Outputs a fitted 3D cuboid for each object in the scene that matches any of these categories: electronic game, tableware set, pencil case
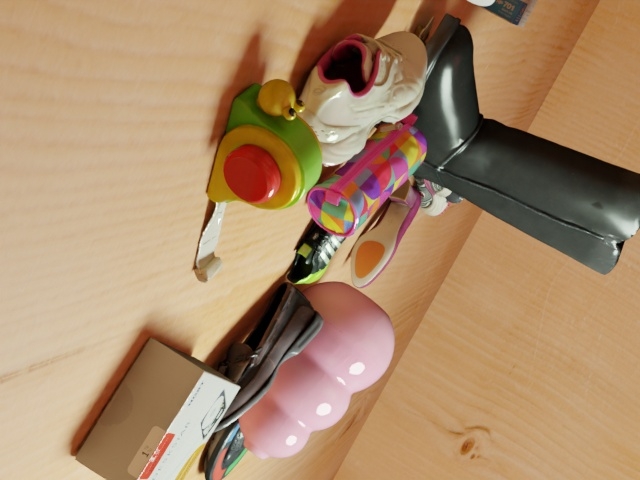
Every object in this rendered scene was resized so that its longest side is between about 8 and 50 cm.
[{"bbox_3d":[-0.143,0.350,2.148,0.229,0.048,0.229,-55,167,-19],"label":"electronic game"},{"bbox_3d":[0.125,-0.279,1.810,0.154,0.024,0.104,-55,170,-24],"label":"tableware set"},{"bbox_3d":[0.077,-0.105,1.828,0.236,0.104,0.104,-48,163,-38],"label":"pencil case"}]

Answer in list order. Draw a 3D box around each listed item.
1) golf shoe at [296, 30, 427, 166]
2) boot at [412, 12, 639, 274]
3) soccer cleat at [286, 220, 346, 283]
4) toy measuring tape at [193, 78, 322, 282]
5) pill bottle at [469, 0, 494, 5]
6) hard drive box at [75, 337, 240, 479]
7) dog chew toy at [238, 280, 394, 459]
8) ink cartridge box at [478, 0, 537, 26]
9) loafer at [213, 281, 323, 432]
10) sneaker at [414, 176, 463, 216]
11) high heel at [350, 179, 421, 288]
[{"bbox_3d":[0.067,-0.218,1.528,0.306,0.115,0.140,-48,160,-44],"label":"golf shoe"},{"bbox_3d":[0.344,-0.152,1.912,0.146,0.445,0.367,-57,172,-27],"label":"boot"},{"bbox_3d":[0.000,0.000,1.888,0.072,0.060,0.179,-18,139,-52],"label":"soccer cleat"},{"bbox_3d":[-0.071,-0.049,1.374,0.121,0.121,0.330,-46,162,-45],"label":"toy measuring tape"},{"bbox_3d":[0.278,-0.456,1.791,0.180,0.108,0.108,-55,167,-15],"label":"pill bottle"},{"bbox_3d":[-0.211,0.240,1.552,0.181,0.089,0.232,-58,167,-5],"label":"hard drive box"},{"bbox_3d":[-0.019,0.235,2.023,0.332,0.206,0.206,-53,166,-11],"label":"dog chew toy"},{"bbox_3d":[0.373,-0.495,2.120,0.191,0.082,0.139,-61,167,16],"label":"ink cartridge box"},{"bbox_3d":[-0.112,0.181,1.840,0.109,0.095,0.302,-15,-158,45],"label":"loafer"},{"bbox_3d":[0.237,-0.134,2.378,0.121,0.112,0.299,-63,-177,-12],"label":"sneaker"},{"bbox_3d":[0.132,-0.005,2.319,0.117,0.082,0.244,52,56,-65],"label":"high heel"}]
